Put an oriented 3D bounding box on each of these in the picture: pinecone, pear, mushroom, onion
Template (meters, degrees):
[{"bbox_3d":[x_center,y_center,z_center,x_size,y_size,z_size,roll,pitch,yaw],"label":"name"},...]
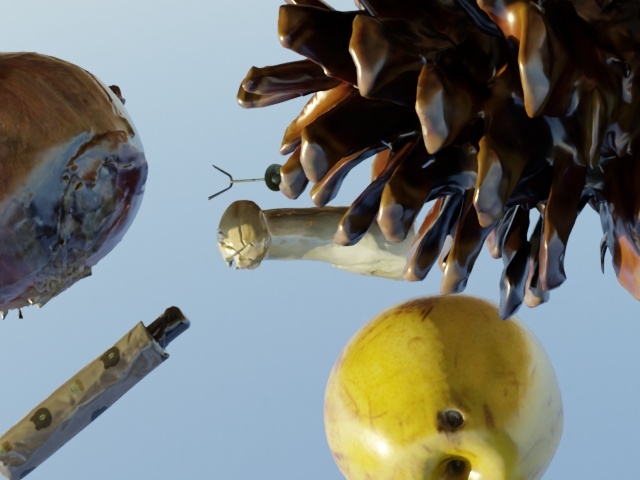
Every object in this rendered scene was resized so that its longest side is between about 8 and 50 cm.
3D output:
[{"bbox_3d":[0.087,-0.084,0.697,0.264,0.264,0.264,-10,-159,4],"label":"pinecone"},{"bbox_3d":[0.137,0.192,1.562,0.280,0.281,0.281,-10,-159,4],"label":"pear"},{"bbox_3d":[-0.002,-0.003,1.494,0.223,0.081,0.092,7,-147,-14],"label":"mushroom"},{"bbox_3d":[-0.354,-0.058,1.476,0.353,0.353,0.353,-10,-159,4],"label":"onion"}]

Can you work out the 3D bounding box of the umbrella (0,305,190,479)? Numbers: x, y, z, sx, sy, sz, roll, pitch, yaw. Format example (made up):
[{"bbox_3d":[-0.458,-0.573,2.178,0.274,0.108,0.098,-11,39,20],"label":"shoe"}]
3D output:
[{"bbox_3d":[-0.321,0.210,1.952,0.337,0.067,0.073,-39,-147,-1],"label":"umbrella"}]

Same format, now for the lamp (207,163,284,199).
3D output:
[{"bbox_3d":[-0.073,-0.072,1.619,0.121,0.041,0.054,-2,-176,34],"label":"lamp"}]
